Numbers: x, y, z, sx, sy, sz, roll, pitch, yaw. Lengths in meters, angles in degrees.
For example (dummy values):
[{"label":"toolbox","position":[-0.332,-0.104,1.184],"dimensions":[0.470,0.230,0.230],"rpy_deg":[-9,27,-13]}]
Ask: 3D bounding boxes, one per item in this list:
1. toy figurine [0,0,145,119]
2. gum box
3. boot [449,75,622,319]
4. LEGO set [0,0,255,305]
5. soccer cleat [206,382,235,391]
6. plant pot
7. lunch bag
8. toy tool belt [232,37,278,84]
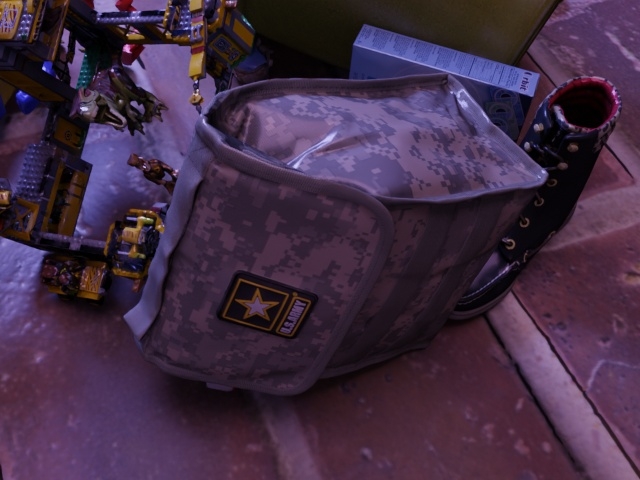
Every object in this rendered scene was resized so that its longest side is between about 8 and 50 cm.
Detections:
[{"label":"toy figurine","position":[-0.400,-0.228,0.889],"dimensions":[0.363,0.191,0.217],"rpy_deg":[18,58,9]},{"label":"gum box","position":[0.118,-0.132,0.875],"dimensions":[0.185,0.157,0.041],"rpy_deg":[18,53,9]},{"label":"boot","position":[0.192,-0.044,0.800],"dimensions":[0.085,0.178,0.236],"rpy_deg":[39,58,22]},{"label":"LEGO set","position":[-0.214,-0.116,0.724],"dimensions":[0.255,0.192,0.331],"rpy_deg":[16,83,26]},{"label":"soccer cleat","position":[-0.091,0.100,0.761],"dimensions":[0.036,0.029,0.083],"rpy_deg":[0,58,-10]},{"label":"plant pot","position":[0.097,-0.325,0.932],"dimensions":[0.353,0.366,0.366],"rpy_deg":[35,57,5]},{"label":"lunch bag","position":[0.000,0.000,0.668],"dimensions":[0.287,0.235,0.169],"rpy_deg":[-10,52,-36]},{"label":"toy tool belt","position":[-0.079,-0.212,0.982],"dimensions":[0.052,0.051,0.083],"rpy_deg":[-32,62,-25]}]
